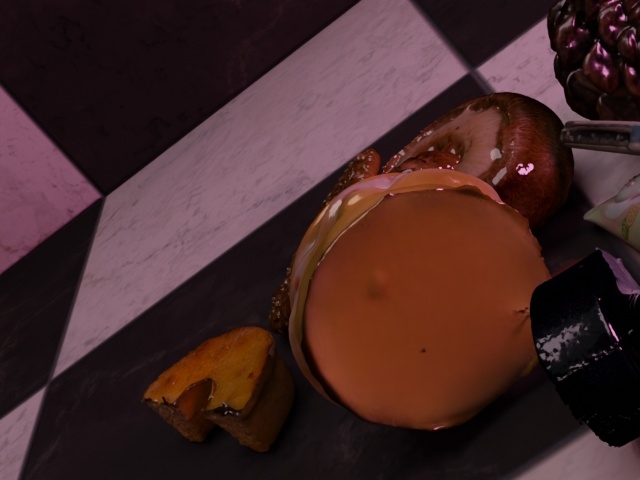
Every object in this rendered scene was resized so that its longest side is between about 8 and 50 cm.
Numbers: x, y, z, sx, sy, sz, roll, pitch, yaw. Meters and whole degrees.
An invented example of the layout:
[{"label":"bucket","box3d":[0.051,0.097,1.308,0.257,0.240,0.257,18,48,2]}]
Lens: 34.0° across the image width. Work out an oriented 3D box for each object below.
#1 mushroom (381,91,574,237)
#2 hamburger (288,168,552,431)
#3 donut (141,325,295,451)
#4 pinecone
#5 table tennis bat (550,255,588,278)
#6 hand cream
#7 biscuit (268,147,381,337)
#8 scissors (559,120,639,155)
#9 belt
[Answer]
[{"label":"mushroom","box3d":[0.185,-0.066,1.321,0.278,0.163,0.297,-39,18,-23]},{"label":"hamburger","box3d":[0.094,0.052,1.122,0.276,0.276,0.237,-40,11,0]},{"label":"donut","box3d":[-0.113,0.189,1.382,0.152,0.101,0.259,-50,23,-26]},{"label":"pinecone","box3d":[0.382,-0.237,1.231,0.244,0.244,0.309,-37,3,8]},{"label":"table tennis bat","box3d":[0.267,0.069,1.112,0.095,0.014,0.158,-24,24,32]},{"label":"hand cream","box3d":[0.364,-0.023,1.054,0.147,0.093,0.306,-33,12,9]},{"label":"biscuit","box3d":[0.000,0.000,1.488,0.305,0.038,0.305,-60,6,10]},{"label":"scissors","box3d":[0.358,-0.103,1.083,0.289,0.138,0.041,12,93,55]},{"label":"belt","box3d":[0.254,0.091,0.910,0.078,0.151,0.198,-35,12,24]}]
